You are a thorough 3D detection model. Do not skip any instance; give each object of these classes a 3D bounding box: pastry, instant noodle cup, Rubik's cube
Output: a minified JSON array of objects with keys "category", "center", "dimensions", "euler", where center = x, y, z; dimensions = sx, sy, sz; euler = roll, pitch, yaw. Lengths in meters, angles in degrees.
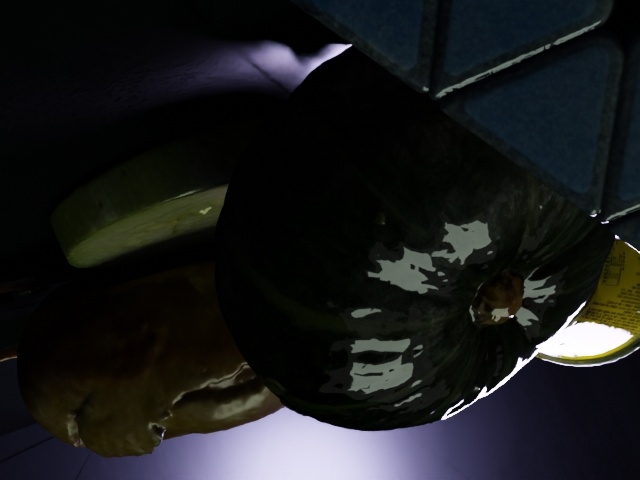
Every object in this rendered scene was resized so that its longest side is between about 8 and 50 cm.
[{"category":"pastry","center":[-0.127,0.085,1.075],"dimensions":[0.356,0.164,0.356],"euler":[-18,-173,2]},{"category":"instant noodle cup","center":[0.345,0.031,1.655],"dimensions":[0.325,0.325,0.254],"euler":[-25,163,29]},{"category":"Rubik's cube","center":[0.159,-0.127,0.584],"dimensions":[0.229,0.228,0.233],"euler":[19,158,39]}]

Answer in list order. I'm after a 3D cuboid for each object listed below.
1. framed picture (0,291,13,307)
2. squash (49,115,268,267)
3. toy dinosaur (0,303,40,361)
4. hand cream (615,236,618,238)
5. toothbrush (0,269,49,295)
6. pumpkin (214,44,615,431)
[{"category":"framed picture","center":[-0.498,0.126,1.074],"dimensions":[0.338,0.014,0.255],"euler":[-27,170,33]},{"category":"squash","center":[-0.097,-0.033,0.900],"dimensions":[0.252,0.049,0.252],"euler":[-20,173,-2]},{"category":"toy dinosaur","center":[-0.273,0.112,1.215],"dimensions":[0.187,0.106,0.044],"euler":[-42,157,-43]},{"category":"hand cream","center":[0.286,-0.065,1.312],"dimensions":[0.314,0.139,0.089],"euler":[22,97,-54]},{"category":"toothbrush","center":[-0.351,0.050,0.844],"dimensions":[0.041,0.041,0.364],"euler":[-26,171,33]},{"category":"pumpkin","center":[0.063,-0.011,0.765],"dimensions":[0.300,0.207,0.300],"euler":[-29,144,-24]}]
